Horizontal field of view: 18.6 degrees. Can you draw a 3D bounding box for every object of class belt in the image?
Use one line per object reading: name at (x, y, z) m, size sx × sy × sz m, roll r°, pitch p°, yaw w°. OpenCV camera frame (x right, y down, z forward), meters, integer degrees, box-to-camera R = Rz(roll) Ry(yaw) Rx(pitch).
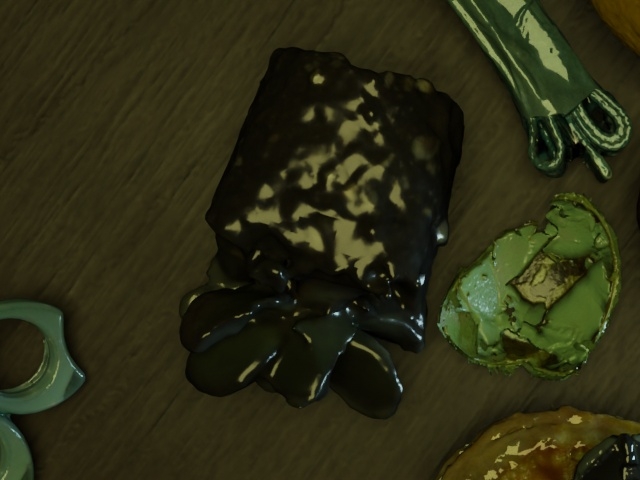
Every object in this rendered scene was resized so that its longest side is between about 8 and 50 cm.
belt at (0.141, -0.170, 1.553) m, size 0.087 × 0.072 × 0.302 m, roll -34°, pitch 85°, yaw -1°

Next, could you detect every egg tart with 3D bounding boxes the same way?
egg tart at (0.192, 0.246, 1.527) m, size 0.241 × 0.106 × 0.241 m, roll 0°, pitch 86°, yaw 1°

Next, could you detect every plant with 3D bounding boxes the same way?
plant at (0.000, 0.000, 1.502) m, size 0.199 × 0.188 × 0.276 m, roll 17°, pitch 90°, yaw 5°

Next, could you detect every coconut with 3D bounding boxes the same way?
coconut at (0.172, 0.046, 1.554) m, size 0.158 × 0.055 × 0.133 m, roll -27°, pitch 89°, yaw 5°

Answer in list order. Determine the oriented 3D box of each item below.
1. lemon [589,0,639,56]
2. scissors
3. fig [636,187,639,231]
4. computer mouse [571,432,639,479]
lemon at (0.284, -0.232, 1.485) m, size 0.188 × 0.188 × 0.257 m, roll -24°, pitch 76°, yaw 4°
scissors at (-0.358, 0.089, 1.517) m, size 0.360 × 0.029 × 0.191 m, roll 26°, pitch 89°, yaw -27°
fig at (0.386, 0.040, 1.493) m, size 0.217 × 0.217 × 0.321 m, roll -34°, pitch 112°, yaw 3°
computer mouse at (0.237, 0.240, 1.450) m, size 0.105 × 0.062 × 0.192 m, roll -4°, pitch 80°, yaw -5°
